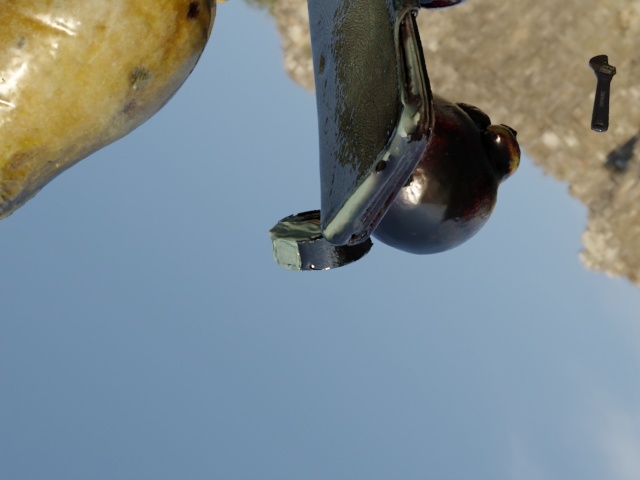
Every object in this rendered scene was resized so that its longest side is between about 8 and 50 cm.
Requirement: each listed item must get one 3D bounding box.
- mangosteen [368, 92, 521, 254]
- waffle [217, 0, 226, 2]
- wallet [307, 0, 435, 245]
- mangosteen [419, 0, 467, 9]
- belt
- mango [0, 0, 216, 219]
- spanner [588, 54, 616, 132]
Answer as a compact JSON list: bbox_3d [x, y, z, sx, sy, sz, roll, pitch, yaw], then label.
[{"bbox_3d":[0.180,-0.118,1.957,0.302,0.275,0.275,-24,-116,-23],"label":"mangosteen"},{"bbox_3d":[-0.261,-0.464,2.086,0.329,0.329,0.062,20,-120,-44],"label":"waffle"},{"bbox_3d":[0.034,-0.171,1.026,0.045,0.172,0.318,6,-123,-19],"label":"wallet"},{"bbox_3d":[0.112,-0.393,1.574,0.250,0.211,0.211,-10,-136,-11],"label":"mangosteen"},{"bbox_3d":[0.000,0.000,1.651,0.105,0.140,0.058,-57,-41,-58],"label":"belt"},{"bbox_3d":[-0.233,-0.171,1.138,0.176,0.329,0.175,54,-175,15],"label":"mango"},{"bbox_3d":[0.444,-0.235,1.981,0.046,0.012,0.208,5,-137,12],"label":"spanner"}]
